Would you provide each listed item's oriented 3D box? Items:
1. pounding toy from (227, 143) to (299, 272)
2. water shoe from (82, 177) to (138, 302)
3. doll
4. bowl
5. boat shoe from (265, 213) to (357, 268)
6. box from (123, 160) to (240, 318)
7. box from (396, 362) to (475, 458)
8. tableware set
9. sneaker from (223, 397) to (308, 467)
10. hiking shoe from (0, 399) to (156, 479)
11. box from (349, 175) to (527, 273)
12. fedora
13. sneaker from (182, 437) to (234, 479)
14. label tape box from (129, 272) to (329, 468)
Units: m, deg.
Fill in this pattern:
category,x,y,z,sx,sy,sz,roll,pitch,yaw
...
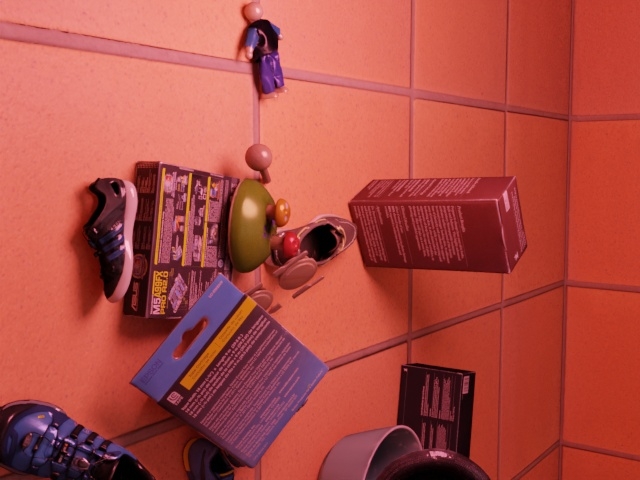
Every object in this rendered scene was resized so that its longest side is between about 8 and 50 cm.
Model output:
category,x,y,z,sx,sy,sz,roll,pitch,yaw
pounding toy,-0.094,-0.050,1.565,0.183,0.110,0.236,65,31,-67
water shoe,-0.350,-0.001,1.322,0.080,0.073,0.203,7,82,-34
doll,-0.114,-0.382,1.631,0.129,0.046,0.189,-39,124,-48
bowl,0.106,0.581,1.931,0.311,0.163,0.311,-8,100,-54
boat shoe,0.000,0.005,1.789,0.305,0.091,0.109,-15,105,-54
box,-0.244,0.005,1.466,0.216,0.060,0.270,6,88,-55
box,0.309,0.473,2.196,0.103,0.184,0.261,8,86,-57
tableware set,-0.095,0.089,1.631,0.194,0.039,0.128,-35,148,-2
sneaker,-0.100,0.328,1.647,0.110,0.122,0.283,56,50,-42
hiking shoe,-0.372,0.325,1.246,0.304,0.132,0.113,42,59,-48
box,0.277,-0.041,1.928,0.143,0.381,0.191,-43,127,-45
fedora,0.250,0.601,1.832,0.152,0.334,0.334,-86,173,-79
sneaker,-0.198,0.470,1.557,0.069,0.082,0.209,-43,128,-47
label tape box,-0.173,0.226,1.472,0.240,0.106,0.333,-51,126,-11
